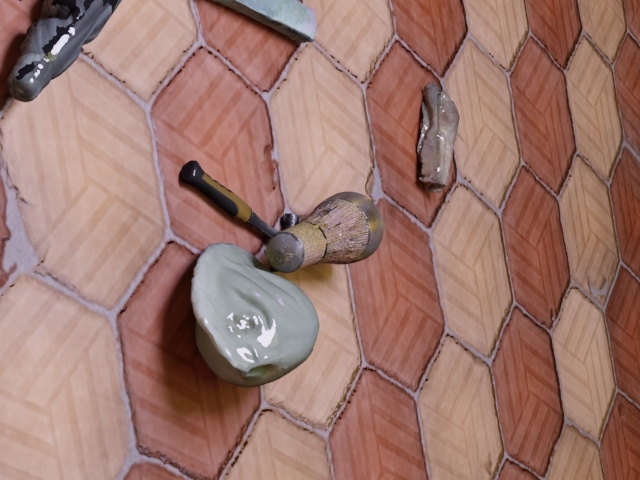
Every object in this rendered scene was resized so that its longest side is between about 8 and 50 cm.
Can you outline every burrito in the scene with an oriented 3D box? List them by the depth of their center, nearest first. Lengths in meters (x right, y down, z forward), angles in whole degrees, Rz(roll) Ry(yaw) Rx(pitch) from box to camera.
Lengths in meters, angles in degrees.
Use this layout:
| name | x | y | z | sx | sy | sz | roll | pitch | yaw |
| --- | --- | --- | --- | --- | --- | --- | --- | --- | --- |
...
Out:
| name | x | y | z | sx | sy | sz | roll | pitch | yaw |
| --- | --- | --- | --- | --- | --- | --- | --- | --- | --- |
| burrito | 0.157 | -0.137 | 2.013 | 0.055 | 0.041 | 0.149 | 25 | 61 | -38 |

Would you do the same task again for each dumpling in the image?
| name | x | y | z | sx | sy | sz | roll | pitch | yaw |
| --- | --- | --- | --- | --- | --- | --- | --- | --- | --- |
| dumpling | -0.080 | 0.087 | 1.555 | 0.108 | 0.153 | 0.219 | -62 | 168 | 13 |

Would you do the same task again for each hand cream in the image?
| name | x | y | z | sx | sy | sz | roll | pitch | yaw |
| --- | --- | --- | --- | --- | --- | --- | --- | --- | --- |
| hand cream | 0.000 | 0.000 | 1.663 | 0.203 | 0.084 | 0.084 | -25 | 104 | -65 |

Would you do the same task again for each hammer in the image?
| name | x | y | z | sx | sy | sz | roll | pitch | yaw |
| --- | --- | --- | --- | --- | --- | --- | --- | --- | --- |
| hammer | -0.086 | -0.028 | 1.629 | 0.201 | 0.021 | 0.078 | 36 | 53 | -48 |

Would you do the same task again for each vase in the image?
| name | x | y | z | sx | sy | sz | roll | pitch | yaw |
| --- | --- | --- | --- | --- | --- | --- | --- | --- | --- |
| vase | -0.235 | -0.203 | 1.398 | 0.060 | 0.060 | 0.211 | 58 | 38 | -32 |

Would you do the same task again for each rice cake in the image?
| name | x | y | z | sx | sy | sz | roll | pitch | yaw |
| --- | --- | --- | --- | --- | --- | --- | --- | --- | --- |
| rice cake | -0.071 | -0.270 | 1.695 | 0.211 | 0.034 | 0.043 | 17 | 78 | -56 |
